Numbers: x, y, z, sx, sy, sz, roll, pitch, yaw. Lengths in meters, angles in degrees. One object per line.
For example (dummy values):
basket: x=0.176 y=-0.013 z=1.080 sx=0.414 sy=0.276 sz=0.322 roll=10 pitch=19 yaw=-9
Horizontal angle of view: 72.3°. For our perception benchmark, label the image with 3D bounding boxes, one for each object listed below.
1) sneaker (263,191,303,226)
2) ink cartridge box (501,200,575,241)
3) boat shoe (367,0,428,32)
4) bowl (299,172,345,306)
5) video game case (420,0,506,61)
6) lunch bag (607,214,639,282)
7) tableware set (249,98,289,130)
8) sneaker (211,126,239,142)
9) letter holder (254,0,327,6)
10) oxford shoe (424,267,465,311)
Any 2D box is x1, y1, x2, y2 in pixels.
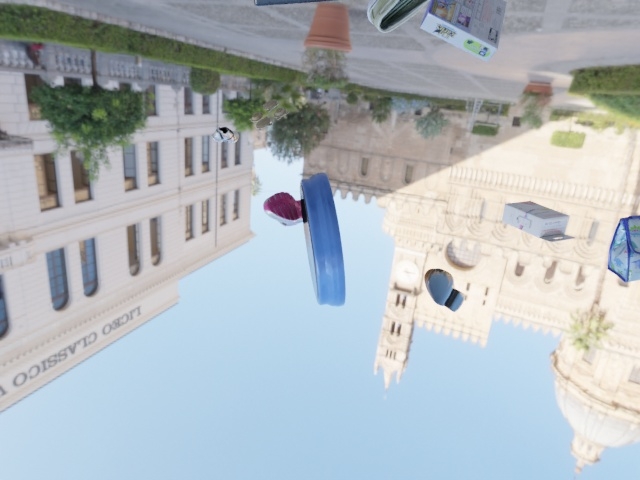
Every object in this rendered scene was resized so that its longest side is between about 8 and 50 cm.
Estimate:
sneaker: x=-0.116 y=-0.093 z=1.485 sx=0.111 sy=0.103 sz=0.252 roll=-22 pitch=166 yaw=30
ink cartridge box: x=0.693 y=-0.063 z=1.386 sx=0.115 sy=0.067 sz=0.198 roll=-8 pitch=-154 yaw=-22
boat shoe: x=0.246 y=-0.600 z=1.020 sx=0.109 sy=0.302 sz=0.094 roll=25 pitch=-139 yaw=-44
bowl: x=0.000 y=0.000 z=1.278 sx=0.077 sy=0.391 sz=0.391 roll=-8 pitch=-159 yaw=-5
video game case: x=0.465 y=-0.728 z=1.415 sx=0.244 sy=0.061 sz=0.269 roll=25 pitch=-121 yaw=-6
lunch bag: x=0.751 y=0.011 z=1.005 sx=0.128 sy=0.151 sz=0.096 roll=-7 pitch=-160 yaw=4
tableware set: x=-0.211 y=-0.504 z=1.756 sx=0.141 sy=0.020 sz=0.169 roll=-36 pitch=-134 yaw=-3
sneaker: x=-0.284 y=-0.326 z=1.346 sx=0.040 sy=0.044 sz=0.109 roll=50 pitch=-149 yaw=8
letter holder: x=0.015 y=-0.599 z=0.896 sx=0.301 sy=0.152 sz=0.214 roll=-2 pitch=-138 yaw=4
oxford shoe: x=0.290 y=0.117 z=1.087 sx=0.076 sy=0.076 sz=0.212 roll=32 pitch=173 yaw=39
